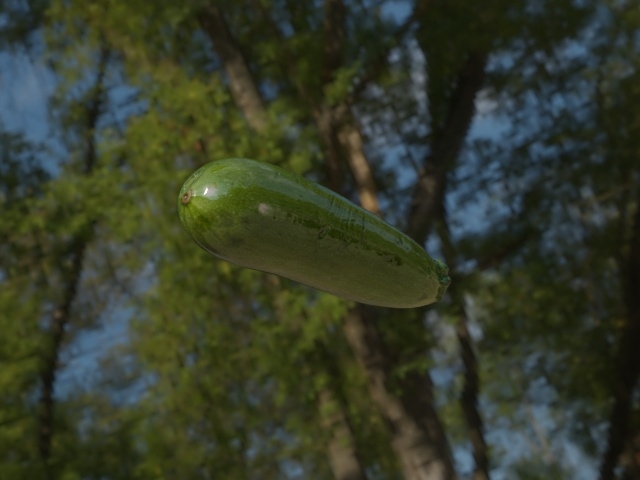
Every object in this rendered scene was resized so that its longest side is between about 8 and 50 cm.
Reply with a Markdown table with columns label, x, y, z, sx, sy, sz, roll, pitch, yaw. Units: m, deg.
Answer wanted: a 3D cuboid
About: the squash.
| label | x | y | z | sx | sy | sz | roll | pitch | yaw |
| --- | --- | --- | --- | --- | --- | --- | --- | --- | --- |
| squash | 0.000 | 0.000 | 1.007 | 0.201 | 0.066 | 0.066 | 21 | -43 | -31 |
